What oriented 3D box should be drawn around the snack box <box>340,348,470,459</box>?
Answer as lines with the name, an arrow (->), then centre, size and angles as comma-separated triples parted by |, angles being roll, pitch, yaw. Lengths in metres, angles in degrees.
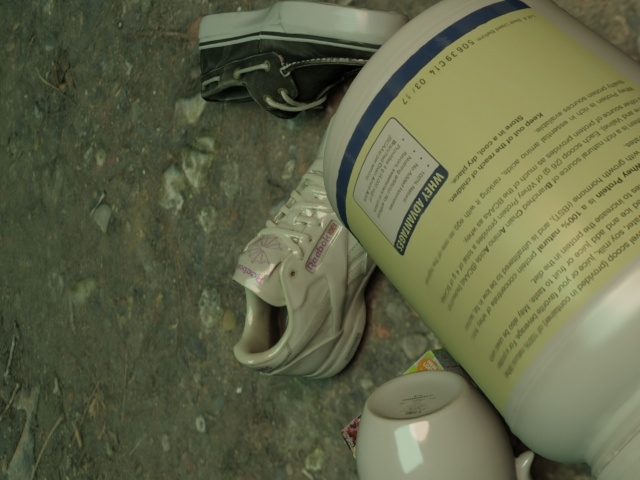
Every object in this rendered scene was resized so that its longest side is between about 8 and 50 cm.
snack box -> 0.094, 0.186, 0.692 | 0.141, 0.037, 0.100 | -48, 59, 27

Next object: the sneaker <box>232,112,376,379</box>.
sneaker -> 0.000, 0.000, 0.720 | 0.114, 0.152, 0.305 | 21, 99, 43

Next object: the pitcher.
pitcher -> 0.128, 0.211, 0.582 | 0.177, 0.125, 0.207 | -14, 103, 14

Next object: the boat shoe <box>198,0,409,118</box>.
boat shoe -> -0.028, -0.195, 0.803 | 0.335, 0.121, 0.119 | 15, 104, 53

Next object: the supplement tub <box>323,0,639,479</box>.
supplement tub -> 0.175, -0.001, 0.503 | 0.235, 0.235, 0.325 | -54, 54, 24
